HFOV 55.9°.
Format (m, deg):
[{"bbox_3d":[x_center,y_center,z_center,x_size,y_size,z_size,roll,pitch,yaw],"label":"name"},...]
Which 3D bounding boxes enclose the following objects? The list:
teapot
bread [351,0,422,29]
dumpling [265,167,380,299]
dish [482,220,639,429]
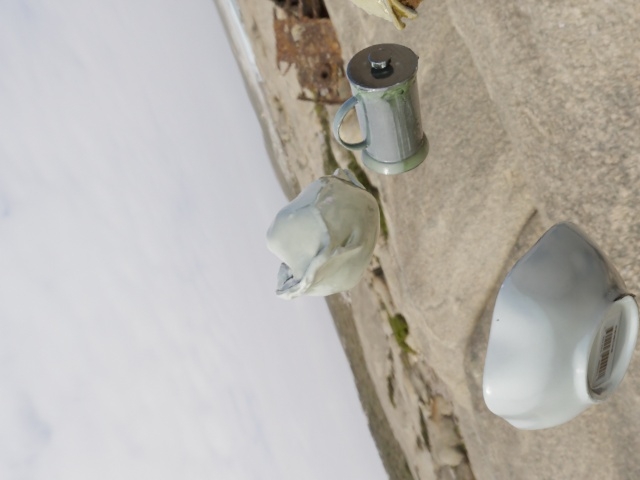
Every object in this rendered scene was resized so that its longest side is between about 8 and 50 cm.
[{"bbox_3d":[0.156,-0.349,1.628,0.200,0.270,0.337,60,173,38],"label":"teapot"},{"bbox_3d":[0.050,-0.377,0.601,0.114,0.185,0.275,28,170,41],"label":"bread"},{"bbox_3d":[0.000,0.000,0.765,0.132,0.162,0.250,28,-150,-6],"label":"dumpling"},{"bbox_3d":[0.216,0.081,0.504,0.066,0.191,0.190,18,138,47],"label":"dish"}]
